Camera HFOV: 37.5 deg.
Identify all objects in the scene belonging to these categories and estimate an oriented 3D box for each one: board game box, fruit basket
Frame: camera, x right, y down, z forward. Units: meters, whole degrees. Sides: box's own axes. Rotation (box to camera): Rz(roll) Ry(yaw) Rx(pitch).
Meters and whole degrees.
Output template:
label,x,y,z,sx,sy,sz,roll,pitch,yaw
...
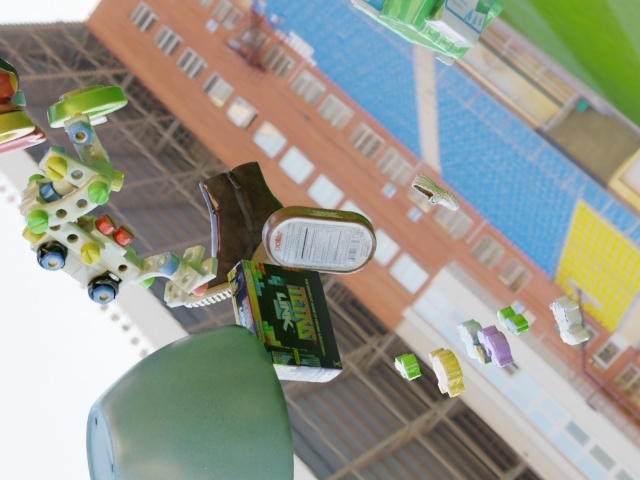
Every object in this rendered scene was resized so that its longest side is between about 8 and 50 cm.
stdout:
label,x,y,z,sx,sy,sz,roll,pitch,yaw
board game box,-0.052,0.118,1.368,0.141,0.048,0.170,8,-127,-34
fruit basket,0.208,-0.459,1.393,0.165,0.353,0.327,36,-168,31

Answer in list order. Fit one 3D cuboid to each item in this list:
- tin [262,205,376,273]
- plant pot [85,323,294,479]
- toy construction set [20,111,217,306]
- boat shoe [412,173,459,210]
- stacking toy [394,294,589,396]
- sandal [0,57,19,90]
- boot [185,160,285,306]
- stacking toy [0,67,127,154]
label,x,y,z,sx,sy,sz,roll,pitch,yaw
tin,0.000,0.000,1.543,0.189,0.106,0.040,5,-158,-12
plant pot,-0.185,0.260,1.196,0.195,0.290,0.290,-3,-144,-28
toy construction set,-0.315,-0.016,1.420,0.327,0.215,0.151,45,-166,-22
boat shoe,0.215,-0.084,1.775,0.100,0.035,0.035,38,-121,-5
stacking toy,0.185,0.114,1.081,0.221,0.167,0.052,169,81,-80
sandal,-0.598,-0.308,1.708,0.040,0.067,0.179,15,159,15
boot,-0.176,-0.011,1.725,0.207,0.248,0.090,61,166,8
stacking toy,-0.485,-0.239,1.571,0.309,0.279,0.130,-4,106,69
